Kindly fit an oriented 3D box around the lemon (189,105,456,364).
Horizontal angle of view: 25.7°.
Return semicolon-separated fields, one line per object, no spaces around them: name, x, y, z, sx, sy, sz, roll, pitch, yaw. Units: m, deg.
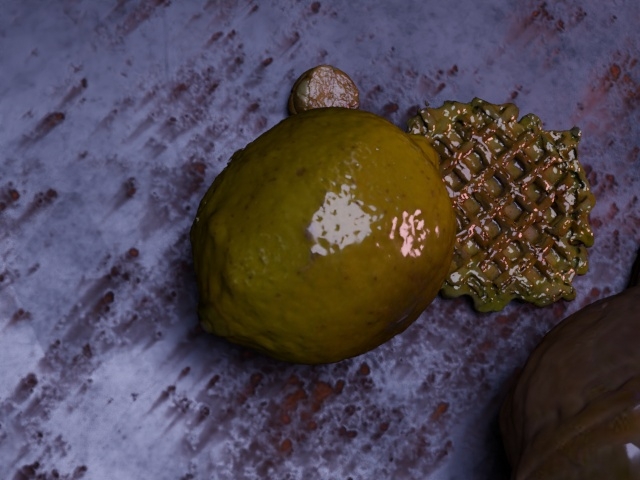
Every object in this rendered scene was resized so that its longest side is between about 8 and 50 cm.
lemon;0.000;0.000;1.427;0.310;0.253;0.253;-41;87;-18

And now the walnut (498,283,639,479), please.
walnut;0.346;0.197;1.443;0.344;0.306;0.306;-13;78;-20

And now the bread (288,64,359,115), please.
bread;0.005;-0.159;1.581;0.083;0.046;0.081;-4;81;-18

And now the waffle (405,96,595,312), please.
waffle;0.199;-0.042;1.597;0.245;0.052;0.254;4;74;-16

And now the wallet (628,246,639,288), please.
wallet;0.463;0.105;1.630;0.243;0.039;0.133;30;65;-7
